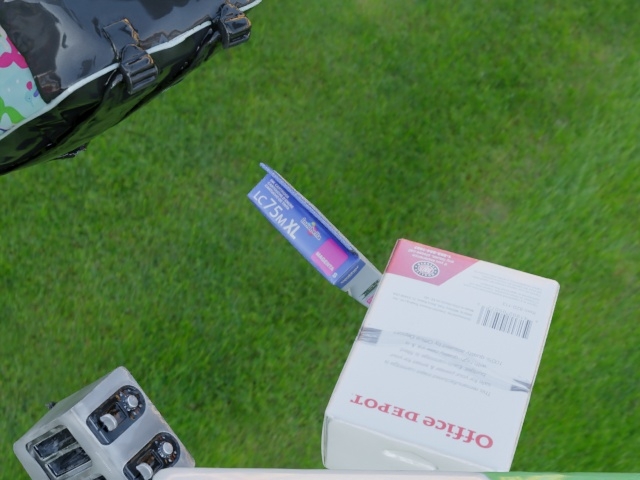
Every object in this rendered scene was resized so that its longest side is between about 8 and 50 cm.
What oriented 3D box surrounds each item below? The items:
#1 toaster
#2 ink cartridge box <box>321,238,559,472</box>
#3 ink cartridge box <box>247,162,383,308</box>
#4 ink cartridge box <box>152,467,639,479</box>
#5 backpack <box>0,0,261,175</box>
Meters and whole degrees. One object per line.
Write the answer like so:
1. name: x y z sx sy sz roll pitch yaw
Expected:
1. toaster: -0.284 0.273 1.407 0.168 0.185 0.110 56 37 -6
2. ink cartridge box: 0.140 0.154 1.270 0.207 0.117 0.283 16 49 12
3. ink cartridge box: 0.000 0.000 1.585 0.065 0.311 0.186 -45 73 0
4. ink cartridge box: 0.055 0.198 0.247 0.211 0.121 0.289 1 35 -5
5. backpack: -0.200 -0.161 0.840 0.225 0.253 0.191 -36 93 -38
